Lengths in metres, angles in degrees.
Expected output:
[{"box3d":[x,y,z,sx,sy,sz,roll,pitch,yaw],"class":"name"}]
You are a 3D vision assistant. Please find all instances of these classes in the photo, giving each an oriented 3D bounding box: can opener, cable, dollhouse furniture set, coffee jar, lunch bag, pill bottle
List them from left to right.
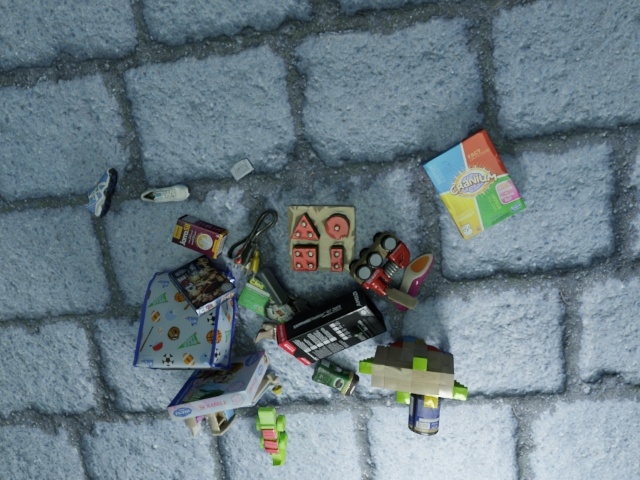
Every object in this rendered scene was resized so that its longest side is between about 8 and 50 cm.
[{"box3d":[-0.507,0.304,1.836,0.327,0.239,0.386,-2,71,6],"class":"lunch bag"},{"box3d":[-0.326,0.684,1.892,0.303,0.286,0.198,-10,103,21],"class":"dollhouse furniture set"},{"box3d":[-0.265,0.001,1.848,0.139,0.072,0.287,27,94,17],"class":"cable"},{"box3d":[-0.143,0.219,1.847,0.093,0.074,0.280,-40,100,-21],"class":"can opener"},{"box3d":[0.063,0.558,1.921,0.184,0.079,0.096,25,103,1],"class":"coffee jar"},{"box3d":[0.414,0.645,1.870,0.122,0.123,0.219,4,92,6],"class":"pill bottle"}]

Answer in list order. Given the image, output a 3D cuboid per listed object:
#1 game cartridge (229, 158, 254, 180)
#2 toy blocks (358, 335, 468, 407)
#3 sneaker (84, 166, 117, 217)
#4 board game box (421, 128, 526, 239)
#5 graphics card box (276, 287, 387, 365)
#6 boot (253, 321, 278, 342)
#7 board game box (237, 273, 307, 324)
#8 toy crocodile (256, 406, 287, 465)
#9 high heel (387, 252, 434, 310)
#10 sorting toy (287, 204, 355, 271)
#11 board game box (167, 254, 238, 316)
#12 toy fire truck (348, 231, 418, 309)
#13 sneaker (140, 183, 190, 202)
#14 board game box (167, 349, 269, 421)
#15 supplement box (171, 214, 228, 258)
[{"box3d":[-0.300,-0.272,1.789,0.083,0.017,0.056,-31,102,13],"class":"game cartridge"},{"box3d":[0.352,0.461,1.783,0.381,0.261,0.191,4,107,13],"class":"toy blocks"},{"box3d":[-0.859,-0.193,1.841,0.081,0.080,0.211,26,104,-4],"class":"sneaker"},{"box3d":[0.543,-0.197,1.681,0.242,0.064,0.317,-30,99,13],"class":"board game box"},{"box3d":[0.044,0.338,1.803,0.370,0.094,0.233,-26,137,14],"class":"graphics card box"},{"box3d":[-0.213,0.388,1.933,0.086,0.042,0.119,25,113,-8],"class":"boot"},{"box3d":[-0.194,0.252,1.902,0.259,0.030,0.136,28,108,-1],"class":"board game box"},{"box3d":[-0.204,0.819,1.980,0.115,0.105,0.341,1,125,6],"class":"toy crocodile"},{"box3d":[0.366,0.163,1.805,0.117,0.082,0.244,36,89,-42],"class":"high heel"},{"box3d":[0.000,0.000,1.783,0.256,0.089,0.256,1,104,7],"class":"sorting toy"},{"box3d":[-0.443,0.163,1.767,0.165,0.243,0.042,-31,137,-26],"class":"board game box"},{"box3d":[0.263,0.120,1.738,0.246,0.158,0.217,42,87,-15],"class":"toy fire truck"},{"box3d":[-0.599,-0.173,1.815,0.190,0.083,0.072,-8,102,7],"class":"sneaker"},{"box3d":[-0.388,0.562,1.854,0.317,0.319,0.066,-15,101,9],"class":"board game box"},{"box3d":[-0.469,-0.016,1.839,0.188,0.081,0.104,20,106,2],"class":"supplement box"}]
